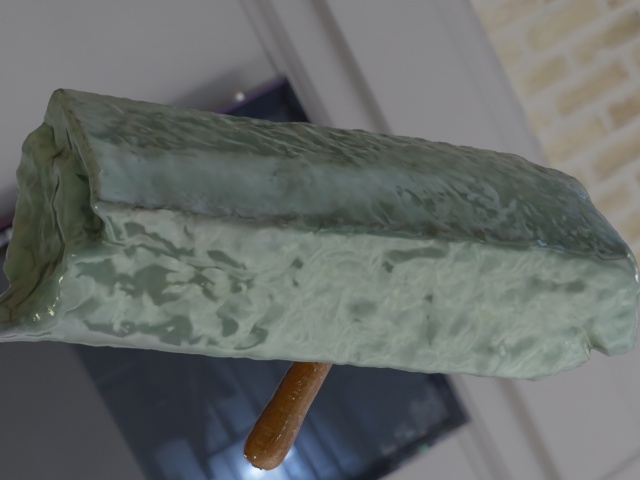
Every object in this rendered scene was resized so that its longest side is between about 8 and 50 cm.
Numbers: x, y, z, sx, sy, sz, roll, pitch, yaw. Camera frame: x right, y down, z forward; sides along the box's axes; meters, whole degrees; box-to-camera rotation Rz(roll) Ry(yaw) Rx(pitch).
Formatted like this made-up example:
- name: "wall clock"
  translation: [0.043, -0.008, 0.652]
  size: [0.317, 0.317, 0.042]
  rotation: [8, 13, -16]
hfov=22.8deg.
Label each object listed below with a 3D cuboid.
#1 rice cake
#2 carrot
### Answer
- name: "rice cake"
  translation: [0.000, 0.000, 0.489]
  size: [0.206, 0.063, 0.069]
  rotation: [8, -148, -22]
- name: "carrot"
  translation: [-0.008, 0.107, 1.326]
  size: [0.190, 0.037, 0.037]
  rotation: [-60, -173, 1]
